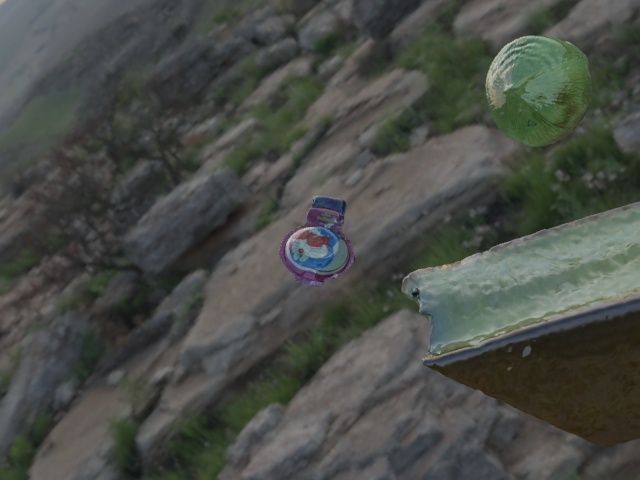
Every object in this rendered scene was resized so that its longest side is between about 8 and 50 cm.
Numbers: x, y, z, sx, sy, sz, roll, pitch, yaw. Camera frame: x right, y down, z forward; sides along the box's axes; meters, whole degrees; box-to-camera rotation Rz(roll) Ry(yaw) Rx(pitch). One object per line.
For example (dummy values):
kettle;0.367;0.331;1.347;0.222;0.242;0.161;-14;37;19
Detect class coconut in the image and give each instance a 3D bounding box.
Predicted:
coconut;0.174;-0.119;0.843;0.088;0.087;0.096;-27;-9;39

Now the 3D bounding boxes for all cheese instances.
cheese;0.000;0.000;1.331;0.038;0.095;0.145;99;-176;-50

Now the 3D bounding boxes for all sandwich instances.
sandwich;0.175;0.036;0.548;0.258;0.096;0.094;-16;27;-1
